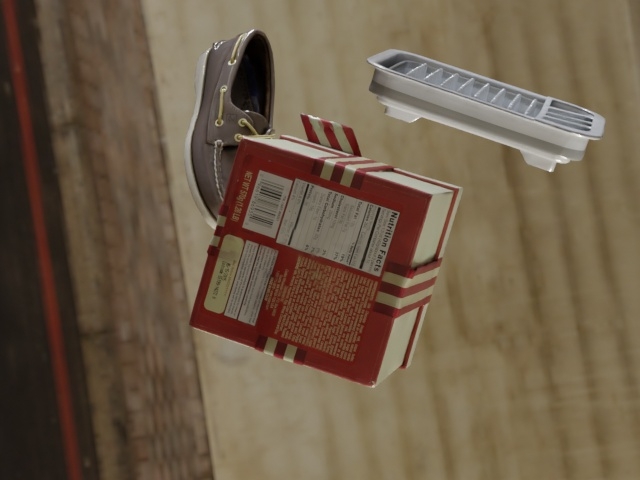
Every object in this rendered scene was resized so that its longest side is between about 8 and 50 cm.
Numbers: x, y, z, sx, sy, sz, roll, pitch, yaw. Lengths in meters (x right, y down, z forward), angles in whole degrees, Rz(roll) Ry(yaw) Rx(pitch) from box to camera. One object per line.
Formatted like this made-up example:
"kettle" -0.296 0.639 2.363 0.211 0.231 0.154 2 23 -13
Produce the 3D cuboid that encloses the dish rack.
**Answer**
"dish rack" 0.228 -0.181 2.015 0.285 0.333 0.072 -44 153 -73

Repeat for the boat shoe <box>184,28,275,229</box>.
"boat shoe" -0.116 -0.159 2.026 0.116 0.096 0.324 30 45 -36

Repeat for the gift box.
"gift box" 0.000 0.000 1.631 0.258 0.276 0.255 -9 121 -76
